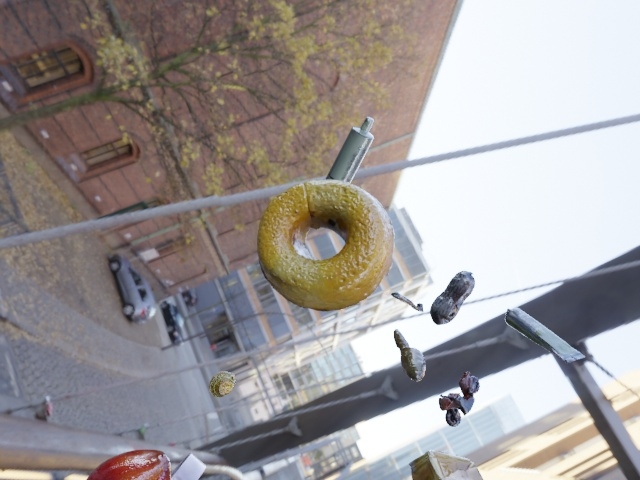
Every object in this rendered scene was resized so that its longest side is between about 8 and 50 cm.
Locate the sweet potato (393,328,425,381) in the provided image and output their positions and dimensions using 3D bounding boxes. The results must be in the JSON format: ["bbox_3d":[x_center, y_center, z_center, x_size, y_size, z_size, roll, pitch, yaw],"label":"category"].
[{"bbox_3d":[0.275,0.356,1.684,0.269,0.075,0.074,-108,180,-66],"label":"sweet potato"}]

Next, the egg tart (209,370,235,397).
[{"bbox_3d":[-0.422,0.628,2.403,0.052,0.130,0.130,25,-40,51],"label":"egg tart"}]

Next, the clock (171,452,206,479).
[{"bbox_3d":[-0.449,0.762,1.720,0.068,0.197,0.197,43,-11,1],"label":"clock"}]

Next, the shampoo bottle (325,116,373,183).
[{"bbox_3d":[0.110,-0.301,1.884,0.262,0.085,0.085,-62,-143,25],"label":"shampoo bottle"}]

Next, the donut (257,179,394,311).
[{"bbox_3d":[0.000,0.000,1.149,0.303,0.303,0.110,65,5,18],"label":"donut"}]

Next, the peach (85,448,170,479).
[{"bbox_3d":[-0.463,0.579,1.270,0.154,0.267,0.159,8,33,-53],"label":"peach"}]

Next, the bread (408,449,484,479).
[{"bbox_3d":[0.373,0.703,1.612,0.241,0.107,0.136,24,23,-35],"label":"bread"}]

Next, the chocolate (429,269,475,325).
[{"bbox_3d":[0.520,0.226,2.177,0.110,0.248,0.110,39,0,0],"label":"chocolate"}]

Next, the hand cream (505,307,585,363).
[{"bbox_3d":[0.603,0.261,1.520,0.235,0.086,0.055,40,-54,45],"label":"hand cream"}]

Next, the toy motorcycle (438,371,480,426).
[{"bbox_3d":[0.505,0.570,2.023,0.118,0.212,0.084,45,-27,-8],"label":"toy motorcycle"}]

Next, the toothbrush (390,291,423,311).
[{"bbox_3d":[0.295,0.206,1.851,0.297,0.030,0.030,30,63,-59],"label":"toothbrush"}]
